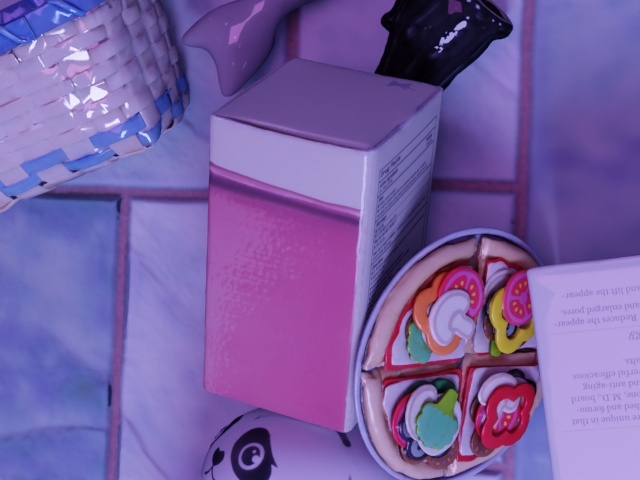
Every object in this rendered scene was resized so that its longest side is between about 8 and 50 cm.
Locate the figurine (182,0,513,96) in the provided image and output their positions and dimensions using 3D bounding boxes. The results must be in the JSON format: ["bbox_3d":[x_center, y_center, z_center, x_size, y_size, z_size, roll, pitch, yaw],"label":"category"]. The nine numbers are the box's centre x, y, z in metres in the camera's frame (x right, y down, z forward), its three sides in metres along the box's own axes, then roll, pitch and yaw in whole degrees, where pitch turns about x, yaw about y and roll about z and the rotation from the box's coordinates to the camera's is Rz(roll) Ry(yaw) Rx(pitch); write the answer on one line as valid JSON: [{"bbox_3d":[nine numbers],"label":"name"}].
[{"bbox_3d":[0.009,-0.168,1.076,0.215,0.092,0.209,48,108,15],"label":"figurine"}]

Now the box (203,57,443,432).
[{"bbox_3d":[0.000,0.000,0.996,0.127,0.148,0.232,14,118,20],"label":"box"}]

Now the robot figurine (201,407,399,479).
[{"bbox_3d":[-0.026,0.266,1.029,0.209,0.173,0.278,11,93,20],"label":"robot figurine"}]

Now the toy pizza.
[{"bbox_3d":[0.110,0.090,0.980,0.032,0.201,0.201,21,97,51],"label":"toy pizza"}]

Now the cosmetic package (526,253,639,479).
[{"bbox_3d":[0.243,0.101,0.948,0.151,0.151,0.183,-8,87,19],"label":"cosmetic package"}]

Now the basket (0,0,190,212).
[{"bbox_3d":[-0.259,-0.187,1.090,0.255,0.201,0.289,-18,114,18],"label":"basket"}]
